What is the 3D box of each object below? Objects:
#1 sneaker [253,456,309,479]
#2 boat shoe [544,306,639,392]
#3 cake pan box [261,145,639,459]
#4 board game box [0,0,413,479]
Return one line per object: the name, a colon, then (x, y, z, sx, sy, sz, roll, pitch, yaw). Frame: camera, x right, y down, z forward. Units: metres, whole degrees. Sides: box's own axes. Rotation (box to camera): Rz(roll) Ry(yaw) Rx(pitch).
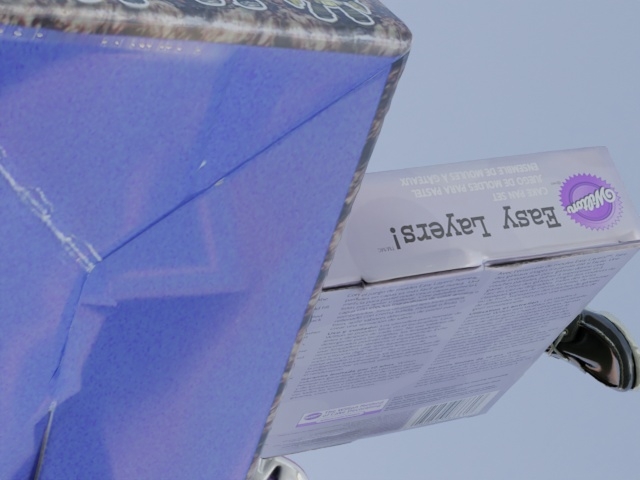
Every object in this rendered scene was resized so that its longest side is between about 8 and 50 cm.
sneaker: (-0.130, 0.198, 1.164, 0.236, 0.105, 0.095, 21, -27, 2)
boat shoe: (0.271, 0.110, 1.573, 0.233, 0.079, 0.084, -139, -140, -60)
cake pan box: (0.018, 0.046, 0.796, 0.246, 0.266, 0.070, 117, -39, -61)
board game box: (-0.132, -0.034, 0.469, 0.291, 0.141, 0.232, 50, -50, 44)
